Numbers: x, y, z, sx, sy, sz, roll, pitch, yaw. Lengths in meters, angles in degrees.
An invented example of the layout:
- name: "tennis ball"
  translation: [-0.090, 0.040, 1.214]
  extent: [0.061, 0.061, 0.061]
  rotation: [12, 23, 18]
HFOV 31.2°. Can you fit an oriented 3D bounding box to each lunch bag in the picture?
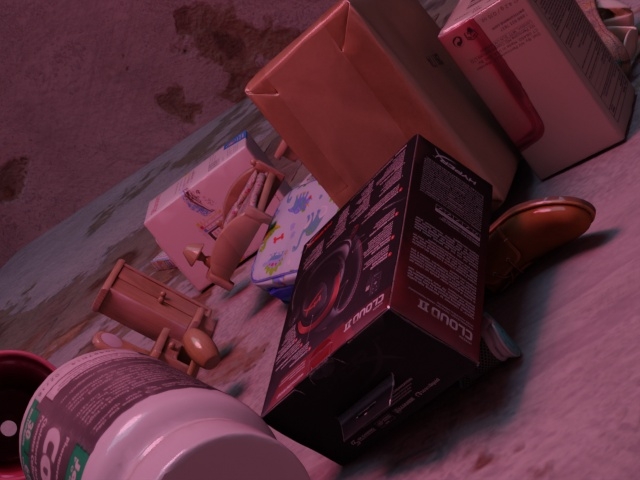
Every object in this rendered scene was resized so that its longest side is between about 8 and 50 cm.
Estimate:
- name: "lunch bag"
  translation: [0.000, 0.000, 1.626]
  extent: [0.219, 0.090, 0.176]
  rotation: [-18, 45, 52]

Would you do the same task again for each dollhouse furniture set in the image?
- name: "dollhouse furniture set"
  translation: [-0.188, -0.009, 1.725]
  extent: [0.355, 0.174, 0.303]
  rotation: [-59, 8, 22]

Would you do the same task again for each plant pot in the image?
- name: "plant pot"
  translation: [-0.491, 0.283, 1.802]
  extent: [0.201, 0.201, 0.180]
  rotation: [-44, 1, -21]

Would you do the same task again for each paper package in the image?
- name: "paper package"
  translation: [0.098, -0.156, 1.439]
  extent: [0.168, 0.309, 0.325]
  rotation: [-38, 4, 22]

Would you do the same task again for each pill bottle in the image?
- name: "pill bottle"
  translation: [-0.158, 0.231, 1.129]
  extent: [0.204, 0.204, 0.361]
  rotation: [-43, 21, -18]

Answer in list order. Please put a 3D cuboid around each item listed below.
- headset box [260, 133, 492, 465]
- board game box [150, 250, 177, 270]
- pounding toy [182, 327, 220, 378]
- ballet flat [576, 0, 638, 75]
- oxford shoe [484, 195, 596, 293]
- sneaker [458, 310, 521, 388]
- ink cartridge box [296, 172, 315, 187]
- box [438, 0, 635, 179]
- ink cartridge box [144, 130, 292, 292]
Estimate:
- name: "headset box"
  translation: [0.058, 0.069, 1.153]
  extent: [0.218, 0.110, 0.293]
  rotation: [-45, 21, 37]
- name: "board game box"
  translation: [-0.283, 0.015, 2.385]
  extent: [0.103, 0.026, 0.154]
  rotation: [-45, 17, -25]
- name: "pounding toy"
  translation: [-0.200, 0.249, 1.453]
  extent: [0.269, 0.155, 0.154]
  rotation: [-49, 46, -7]
- name: "ballet flat"
  translation: [0.404, -0.295, 1.660]
  extent: [0.106, 0.107, 0.316]
  rotation: [-11, 29, 16]
- name: "oxford shoe"
  translation: [0.209, 0.017, 1.242]
  extent: [0.212, 0.076, 0.076]
  rotation: [-30, 40, 40]
- name: "sneaker"
  translation: [0.135, 0.099, 1.155]
  extent: [0.076, 0.065, 0.166]
  rotation: [-42, 14, -2]
- name: "ink cartridge box"
  translation: [0.087, -0.118, 1.829]
  extent: [0.218, 0.092, 0.158]
  rotation: [-21, 22, 50]
- name: "box"
  translation: [0.274, -0.220, 1.434]
  extent: [0.127, 0.232, 0.148]
  rotation: [-28, 18, 33]
- name: "ink cartridge box"
  translation: [-0.178, -0.055, 2.087]
  extent: [0.233, 0.168, 0.171]
  rotation: [-36, 15, 7]
